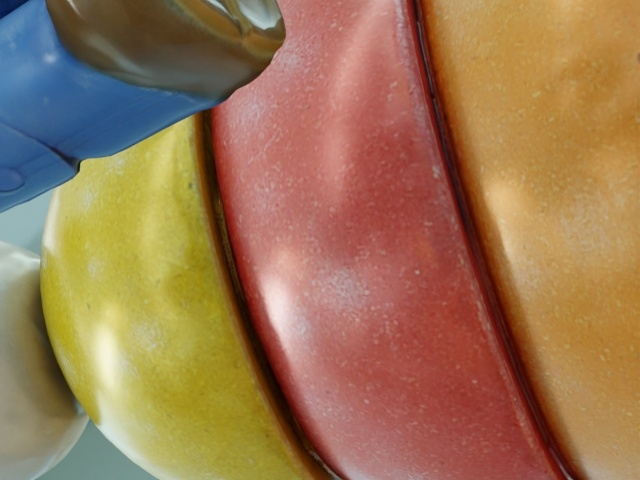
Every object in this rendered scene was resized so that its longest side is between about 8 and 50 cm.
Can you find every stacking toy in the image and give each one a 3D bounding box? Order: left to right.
[{"bbox_3d":[0.000,0.000,0.867,0.350,0.480,0.350,-14,-90,-77],"label":"stacking toy"}]

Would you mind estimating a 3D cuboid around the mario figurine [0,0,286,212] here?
[{"bbox_3d":[-0.175,-0.013,0.543,0.320,0.170,0.198,-38,10,14],"label":"mario figurine"}]
